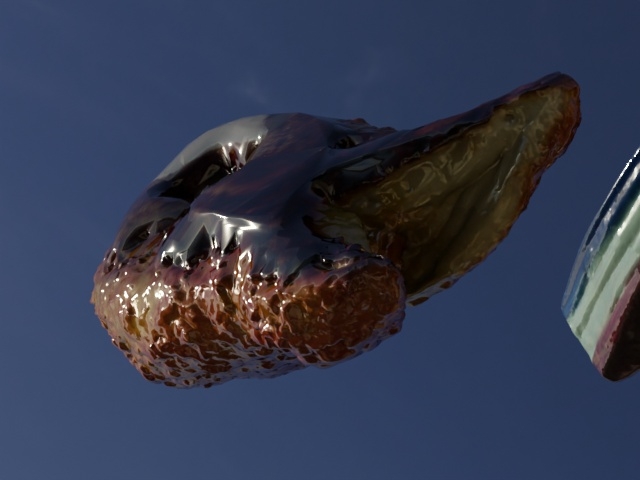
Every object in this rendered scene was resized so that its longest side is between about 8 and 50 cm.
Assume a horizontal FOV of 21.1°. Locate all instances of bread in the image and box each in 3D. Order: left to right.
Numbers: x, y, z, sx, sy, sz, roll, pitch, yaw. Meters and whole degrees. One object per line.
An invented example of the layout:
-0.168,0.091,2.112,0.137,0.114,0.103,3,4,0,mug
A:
-0.007,0.005,0.658,0.095,0.139,0.269,54,-23,-20,bread

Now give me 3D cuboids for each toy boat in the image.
0.165,-0.023,0.666,0.080,0.046,0.229,23,-46,-8,toy boat
